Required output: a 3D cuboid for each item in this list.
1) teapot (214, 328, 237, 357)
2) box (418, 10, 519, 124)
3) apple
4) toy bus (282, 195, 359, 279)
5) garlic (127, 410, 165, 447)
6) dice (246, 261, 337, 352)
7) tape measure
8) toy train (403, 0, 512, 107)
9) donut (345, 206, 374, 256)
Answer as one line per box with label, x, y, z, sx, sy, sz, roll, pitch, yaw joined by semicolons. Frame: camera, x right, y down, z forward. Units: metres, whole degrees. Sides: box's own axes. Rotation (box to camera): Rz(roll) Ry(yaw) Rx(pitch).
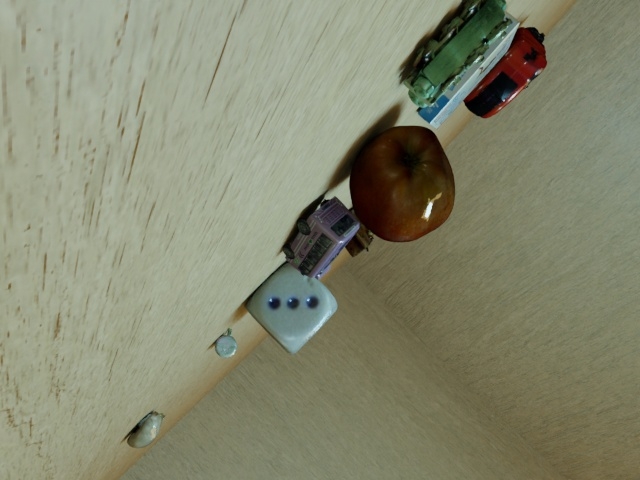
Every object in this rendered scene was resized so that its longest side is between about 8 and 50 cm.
teapot;-0.277;0.303;1.259;0.064;0.064;0.083;137;-32;-69
box;0.361;-0.400;1.060;0.273;0.048;0.265;-48;175;20
apple;0.164;-0.109;0.853;0.234;0.234;0.234;-45;173;-7
toy bus;0.000;0.000;0.928;0.096;0.108;0.199;-41;172;-35
garlic;-0.526;0.580;1.278;0.152;0.066;0.084;-48;175;-5
dice;-0.080;0.186;1.188;0.192;0.193;0.194;-43;171;-17
tape measure;0.539;-0.483;1.251;0.260;0.114;0.253;-48;-174;40
toy train;0.208;-0.287;0.664;0.194;0.081;0.125;-47;178;-4
donut;0.130;-0.038;1.421;0.085;0.141;0.217;-39;179;37
